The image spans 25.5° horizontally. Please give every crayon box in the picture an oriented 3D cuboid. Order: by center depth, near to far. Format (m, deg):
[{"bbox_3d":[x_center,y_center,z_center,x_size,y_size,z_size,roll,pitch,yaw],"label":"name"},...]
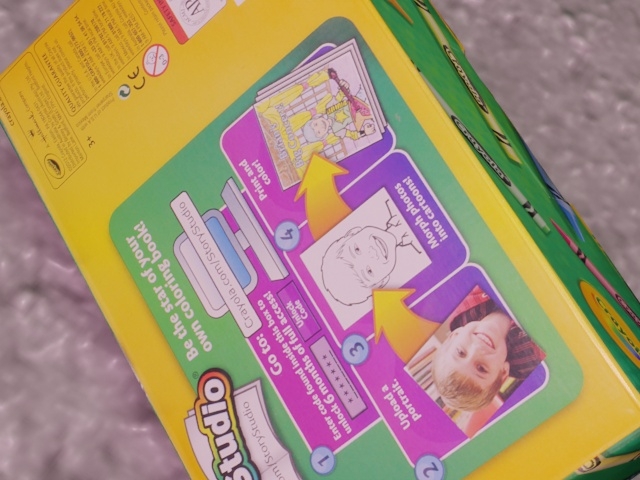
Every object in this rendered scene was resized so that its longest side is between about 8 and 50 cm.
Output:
[{"bbox_3d":[0.000,0.000,0.555,0.081,0.165,0.278,7,48,-60],"label":"crayon box"}]
